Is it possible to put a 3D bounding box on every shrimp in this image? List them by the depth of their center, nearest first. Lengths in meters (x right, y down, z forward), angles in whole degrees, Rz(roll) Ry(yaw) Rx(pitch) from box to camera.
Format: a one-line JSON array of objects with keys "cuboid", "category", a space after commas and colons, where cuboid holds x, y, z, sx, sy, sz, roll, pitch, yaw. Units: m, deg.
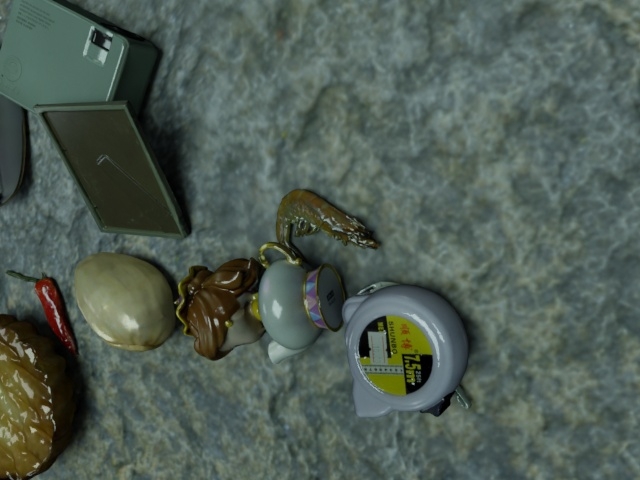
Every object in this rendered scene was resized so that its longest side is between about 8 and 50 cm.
[{"cuboid": [-0.001, 0.000, 0.999, 0.178, 0.034, 0.124, 31, 111, 19], "category": "shrimp"}]

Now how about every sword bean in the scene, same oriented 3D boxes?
[{"cuboid": [-0.579, 0.072, 1.277, 0.083, 0.012, 0.012, 13, 102, 21], "category": "sword bean"}]

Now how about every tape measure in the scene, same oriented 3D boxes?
[{"cuboid": [0.124, 0.156, 0.933, 0.178, 0.105, 0.196, -1, 95, 31], "category": "tape measure"}]

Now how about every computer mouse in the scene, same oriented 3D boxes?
[{"cuboid": [-0.631, -0.214, 1.226, 0.158, 0.072, 0.311, -1, 96, 22], "category": "computer mouse"}]

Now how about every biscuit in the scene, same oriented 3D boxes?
[{"cuboid": [-0.593, 0.297, 1.265, 0.325, 0.107, 0.326, 3, 96, 26], "category": "biscuit"}]

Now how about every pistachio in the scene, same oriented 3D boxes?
[{"cuboid": [-0.329, 0.104, 1.120, 0.145, 0.117, 0.200, -41, 69, -15], "category": "pistachio"}]

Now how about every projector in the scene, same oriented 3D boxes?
[{"cuboid": [-0.412, -0.291, 1.105, 0.256, 0.099, 0.192, 29, 109, 18], "category": "projector"}]

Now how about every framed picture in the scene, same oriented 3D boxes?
[{"cuboid": [-0.335, -0.108, 1.063, 0.188, 0.023, 0.260, 3, 132, 24], "category": "framed picture"}]

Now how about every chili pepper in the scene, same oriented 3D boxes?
[{"cuboid": [-0.502, 0.143, 1.244, 0.045, 0.027, 0.178, -23, 89, 24], "category": "chili pepper"}]

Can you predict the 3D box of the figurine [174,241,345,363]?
[{"cuboid": [-0.101, 0.100, 0.998, 0.263, 0.142, 0.190, -9, 97, 23], "category": "figurine"}]
